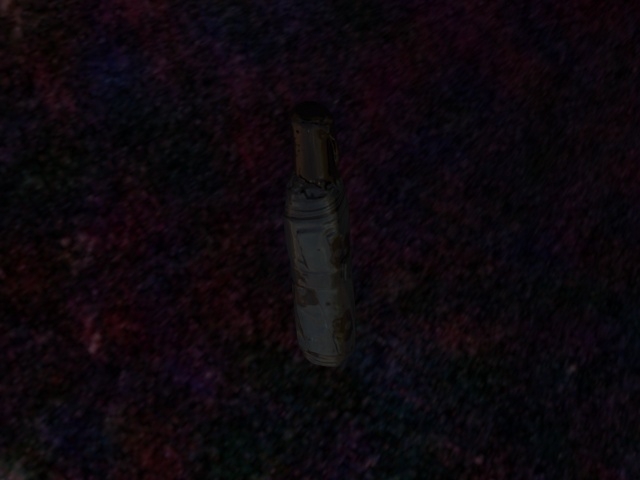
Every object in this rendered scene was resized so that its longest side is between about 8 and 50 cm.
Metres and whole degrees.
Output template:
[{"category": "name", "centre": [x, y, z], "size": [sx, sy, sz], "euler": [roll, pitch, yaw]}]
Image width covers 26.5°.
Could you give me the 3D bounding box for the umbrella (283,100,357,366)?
[{"category": "umbrella", "centre": [-0.002, 0.000, 1.091], "size": [0.053, 0.052, 0.250], "euler": [0, 128, 8]}]
